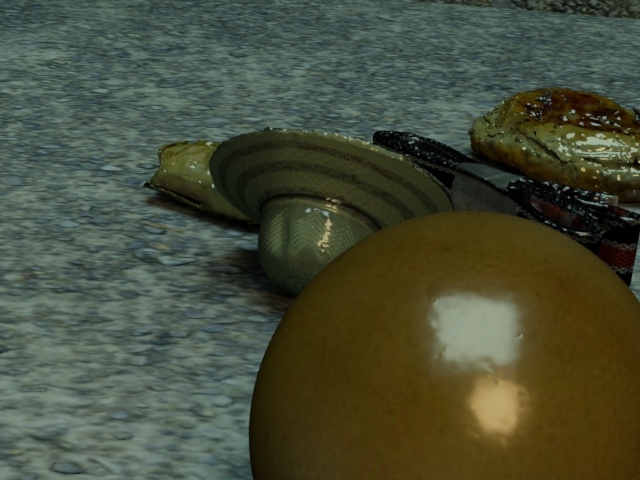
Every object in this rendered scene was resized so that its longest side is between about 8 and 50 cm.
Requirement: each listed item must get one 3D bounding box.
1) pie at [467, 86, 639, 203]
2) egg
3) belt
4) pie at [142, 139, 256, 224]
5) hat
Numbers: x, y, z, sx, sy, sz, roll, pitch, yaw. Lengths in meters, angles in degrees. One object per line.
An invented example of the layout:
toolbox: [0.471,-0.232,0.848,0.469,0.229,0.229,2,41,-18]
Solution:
pie: [0.365,-0.132,1.502,0.308,0.086,0.308,5,23,-2]
egg: [0.091,0.105,0.686,0.250,0.250,0.322,12,16,17]
belt: [0.184,-0.038,1.237,0.126,0.094,0.359,-18,31,-40]
pie: [-0.061,-0.059,1.280,0.282,0.068,0.128,17,27,18]
hat: [0.000,0.000,1.079,0.252,0.252,0.110,9,66,12]
